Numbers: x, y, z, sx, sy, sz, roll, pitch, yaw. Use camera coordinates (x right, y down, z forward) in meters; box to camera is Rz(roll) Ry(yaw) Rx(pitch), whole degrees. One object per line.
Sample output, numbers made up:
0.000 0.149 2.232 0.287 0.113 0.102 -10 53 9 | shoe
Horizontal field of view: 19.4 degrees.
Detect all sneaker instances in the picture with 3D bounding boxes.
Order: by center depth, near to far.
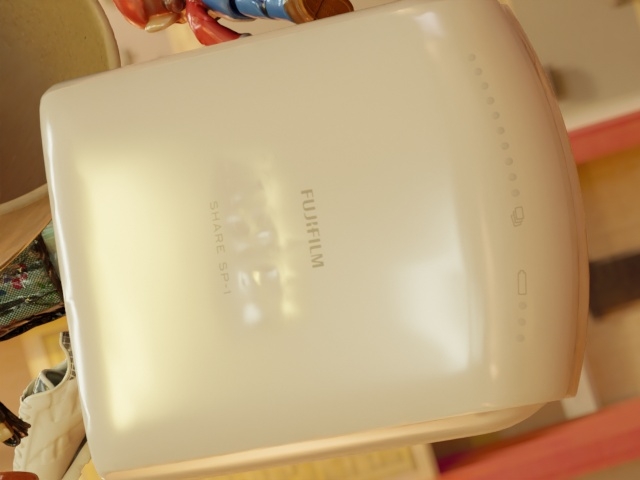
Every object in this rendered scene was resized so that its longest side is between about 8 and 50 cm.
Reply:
-0.284 0.197 1.975 0.095 0.235 0.090 26 -163 -22 | sneaker

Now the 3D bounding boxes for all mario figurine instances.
-0.074 -0.265 1.882 0.320 0.198 0.170 9 139 46 | mario figurine

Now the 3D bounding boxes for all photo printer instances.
0.000 0.000 1.097 0.107 0.307 0.256 7 -107 -70 | photo printer

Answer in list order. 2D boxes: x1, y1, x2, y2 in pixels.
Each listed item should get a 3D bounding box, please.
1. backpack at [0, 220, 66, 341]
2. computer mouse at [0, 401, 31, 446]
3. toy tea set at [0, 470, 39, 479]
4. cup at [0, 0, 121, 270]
-0.278 -0.011 2.009 0.225 0.253 0.191 -89 -17 -74 | backpack
-0.292 0.125 1.472 0.106 0.042 0.193 45 152 -13 | computer mouse
-0.387 0.262 1.609 0.200 0.336 0.124 129 138 -70 | toy tea set
-0.325 -0.064 1.281 0.237 0.331 0.331 118 144 -45 | cup
